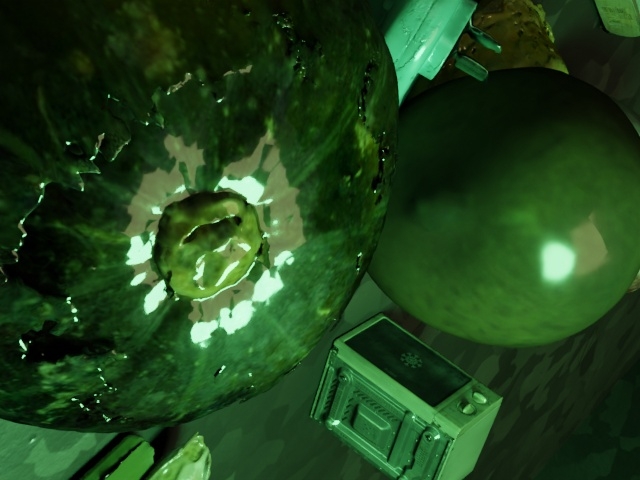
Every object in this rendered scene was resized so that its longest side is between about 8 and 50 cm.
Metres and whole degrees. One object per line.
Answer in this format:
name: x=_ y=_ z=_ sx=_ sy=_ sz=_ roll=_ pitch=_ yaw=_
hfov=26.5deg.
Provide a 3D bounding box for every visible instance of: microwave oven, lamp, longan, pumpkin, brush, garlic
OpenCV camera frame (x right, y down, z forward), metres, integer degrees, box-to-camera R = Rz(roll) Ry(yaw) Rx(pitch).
microwave oven: x=0.124 y=0.262 z=2.080 sx=0.145 sy=0.240 sz=0.194 roll=-26 pitch=143 yaw=-48
lamp: x=0.070 y=-0.201 z=1.466 sx=0.284 sy=0.147 sz=0.209 roll=-18 pitch=-141 yaw=57
longan: x=0.212 y=-0.040 z=1.595 sx=0.361 sy=0.361 sz=0.361 roll=-41 pitch=152 yaw=-28
pumpkin: x=-0.150 y=-0.060 z=1.034 sx=0.454 sy=0.344 sz=0.455 roll=-21 pitch=132 yaw=-24
brush: x=0.442 y=-0.400 z=2.048 sx=0.327 sy=0.070 sz=0.065 roll=38 pitch=69 yaw=-64
garlic: x=-0.207 y=0.337 z=1.750 sx=0.195 sy=0.087 sz=0.101 roll=-46 pitch=171 yaw=-11

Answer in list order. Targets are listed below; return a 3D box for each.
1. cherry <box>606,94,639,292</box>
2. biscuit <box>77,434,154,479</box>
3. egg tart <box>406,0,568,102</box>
cherry: x=0.421 y=-0.089 z=2.121 sx=0.335 sy=0.291 sz=0.326 roll=63 pitch=25 yaw=-23
biscuit: x=-0.323 y=0.353 z=1.635 sx=0.322 sy=0.038 sz=0.099 roll=-44 pitch=157 yaw=-24
egg tart: x=0.246 y=-0.171 z=1.858 sx=0.345 sy=0.132 sz=0.345 roll=-38 pitch=142 yaw=-38
